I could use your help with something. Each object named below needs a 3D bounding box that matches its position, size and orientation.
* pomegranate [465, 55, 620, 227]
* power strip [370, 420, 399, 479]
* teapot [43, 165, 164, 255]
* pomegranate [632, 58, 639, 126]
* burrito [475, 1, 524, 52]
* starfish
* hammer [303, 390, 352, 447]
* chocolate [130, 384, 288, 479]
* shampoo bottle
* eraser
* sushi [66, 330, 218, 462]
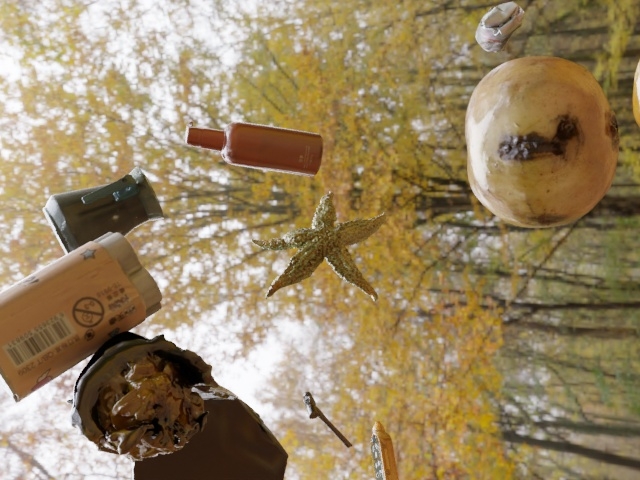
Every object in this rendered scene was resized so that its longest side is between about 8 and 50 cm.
[{"bbox_3d":[0.405,-0.180,1.392,0.322,0.322,0.322,-3,-86,-62],"label":"pomegranate"},{"bbox_3d":[0.121,0.425,1.416,0.049,0.028,0.178,121,149,-49],"label":"power strip"},{"bbox_3d":[-0.468,-0.063,1.627,0.225,0.171,0.203,-29,-12,-19],"label":"teapot"},{"bbox_3d":[0.543,-0.217,1.053,0.209,0.209,0.209,-3,-86,-62],"label":"pomegranate"},{"bbox_3d":[0.276,-0.332,1.169,0.203,0.064,0.064,-36,-56,-80],"label":"burrito"},{"bbox_3d":[0.000,-0.003,1.818,0.078,0.347,0.358,88,178,-51],"label":"starfish"},{"bbox_3d":[0.018,0.375,1.516,0.178,0.021,0.065,54,-172,-32],"label":"hammer"},{"bbox_3d":[-0.298,0.529,1.939,0.331,0.384,0.383,-128,32,-77],"label":"chocolate"},{"bbox_3d":[-0.119,-0.171,1.344,0.085,0.244,0.085,-171,90,-76],"label":"shampoo bottle"},{"bbox_3d":[-0.425,0.119,1.257,0.290,0.087,0.171,-35,-88,-31],"label":"eraser"},{"bbox_3d":[-0.292,0.264,1.229,0.204,0.200,0.213,-66,-30,-29],"label":"sushi"}]
